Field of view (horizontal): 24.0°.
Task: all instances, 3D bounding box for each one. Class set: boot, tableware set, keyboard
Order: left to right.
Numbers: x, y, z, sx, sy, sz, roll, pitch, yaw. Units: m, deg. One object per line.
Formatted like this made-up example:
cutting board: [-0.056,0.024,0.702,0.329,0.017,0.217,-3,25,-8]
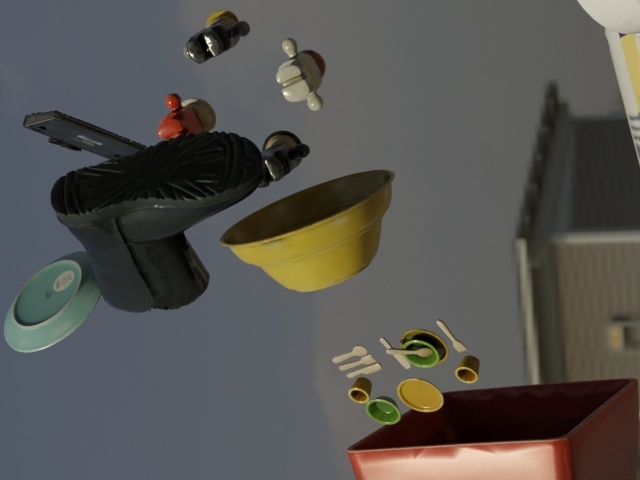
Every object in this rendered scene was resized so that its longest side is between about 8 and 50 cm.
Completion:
keyboard: [-0.343,-0.150,2.177,0.180,0.108,0.023,21,-113,-44]
boot: [-0.159,-0.014,1.702,0.207,0.246,0.094,66,-166,-52]
tableware set: [0.089,0.136,1.478,0.104,0.154,0.024,48,-138,-23]

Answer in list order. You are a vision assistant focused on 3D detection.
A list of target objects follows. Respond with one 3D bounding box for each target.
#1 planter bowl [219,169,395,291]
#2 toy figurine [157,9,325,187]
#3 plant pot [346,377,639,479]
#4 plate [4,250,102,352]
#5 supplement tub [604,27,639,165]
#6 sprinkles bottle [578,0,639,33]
planter bowl: [0.000,0.000,1.749,0.217,0.217,0.090,-55,-55,-68]
toy figurine: [-0.102,-0.195,2.078,0.148,0.213,0.209,-57,-14,-70]
plant pot: [0.222,0.312,1.745,0.267,0.267,0.235,-20,-79,-60]
plate: [-0.399,0.084,2.238,0.024,0.188,0.188,51,-145,-36]
supplement tub: [0.489,-0.148,1.790,0.241,0.241,0.331,6,-110,-76]
sprinkles bottle: [0.312,-0.227,0.930,0.121,0.355,0.121,8,-103,-37]
